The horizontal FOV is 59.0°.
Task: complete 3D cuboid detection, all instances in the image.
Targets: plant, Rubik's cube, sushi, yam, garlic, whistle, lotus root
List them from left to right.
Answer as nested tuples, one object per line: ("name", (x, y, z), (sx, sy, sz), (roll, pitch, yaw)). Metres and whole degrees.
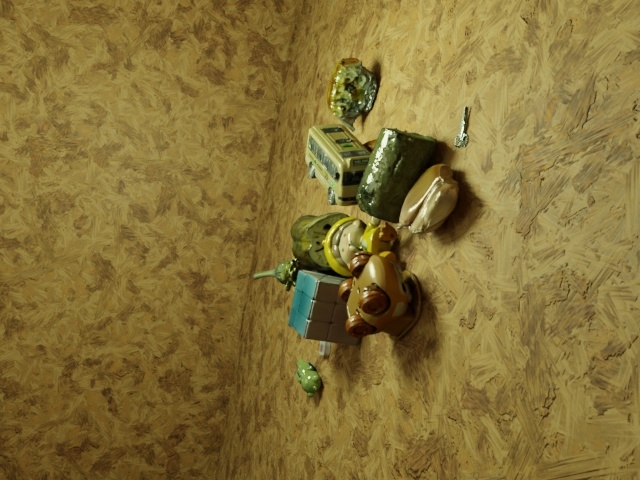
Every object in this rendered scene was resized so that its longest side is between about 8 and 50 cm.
("plant", (-0.126, 0.121, 2.539), (0.297, 0.306, 0.261), (26, 81, 29))
("whistle", (-0.054, 0.570, 2.388), (0.227, 0.085, 0.105), (-135, 57, -64))
("lotus root", (0.000, 0.000, 2.287), (0.346, 0.251, 0.250), (-171, 90, -69))
("Rubik's cube", (0.029, 0.248, 2.111), (0.231, 0.222, 0.224), (-158, 79, -69))
("sushi", (0.123, -0.600, 2.310), (0.139, 0.184, 0.274), (-107, 28, -59))
("yam", (0.236, -0.211, 1.802), (0.195, 0.195, 0.299), (-116, 41, -58))
("garlic", (0.325, -0.110, 1.657), (0.228, 0.110, 0.217), (-49, 24, 37))

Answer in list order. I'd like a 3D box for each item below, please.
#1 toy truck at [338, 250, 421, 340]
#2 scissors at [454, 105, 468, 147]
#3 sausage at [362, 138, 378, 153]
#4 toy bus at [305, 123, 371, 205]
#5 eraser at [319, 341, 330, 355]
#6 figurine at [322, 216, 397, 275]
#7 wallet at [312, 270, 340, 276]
("toy truck", (0.179, 0.181, 1.761), (0.204, 0.212, 0.287), (-102, 26, -44))
("scissors", (0.414, -0.328, 1.637), (0.058, 0.014, 0.119), (-158, 75, -65))
("sausage", (0.208, -0.318, 2.051), (0.270, 0.109, 0.108), (-173, 92, -70))
("toy bus", (0.075, -0.275, 2.040), (0.365, 0.177, 0.201), (-124, 31, -49))
("eraser", (0.021, 0.421, 2.339), (0.065, 0.026, 0.105), (170, 108, -72))
("figurine", (0.143, 0.025, 1.980), (0.344, 0.187, 0.214), (3, 75, 62))
("wallet", (0.011, 0.232, 2.401), (0.221, 0.072, 0.262), (-169, 82, -69))
